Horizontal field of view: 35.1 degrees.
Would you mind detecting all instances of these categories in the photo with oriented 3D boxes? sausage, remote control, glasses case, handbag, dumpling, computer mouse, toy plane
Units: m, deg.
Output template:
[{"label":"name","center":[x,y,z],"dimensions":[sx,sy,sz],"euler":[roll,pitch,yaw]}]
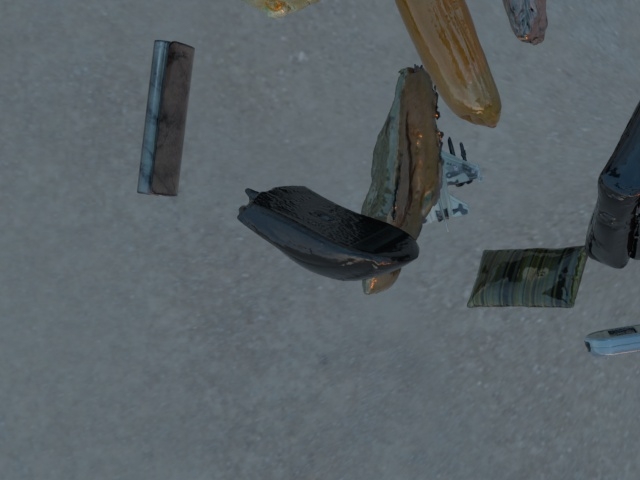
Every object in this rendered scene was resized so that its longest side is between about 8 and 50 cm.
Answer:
[{"label":"sausage","center":[0.235,-0.353,1.847],"dimensions":[0.134,0.116,0.354],"euler":[3,122,63]},{"label":"remote control","center":[0.576,0.163,1.727],"dimensions":[0.244,0.087,0.047],"euler":[-10,97,11]},{"label":"glasses case","center":[-0.303,-0.238,1.991],"dimensions":[0.060,0.114,0.299],"euler":[9,94,23]},{"label":"handbag","center":[0.414,-0.118,1.264],"dimensions":[0.088,0.244,0.275],"euler":[23,71,21]},{"label":"dumpling","center":[0.111,-0.090,1.479],"dimensions":[0.086,0.166,0.332],"euler":[16,99,26]},{"label":"computer mouse","center":[0.000,0.000,1.355],"dimensions":[0.264,0.147,0.088],"euler":[29,115,25]},{"label":"toy plane","center":[0.180,-0.128,1.662],"dimensions":[0.159,0.082,0.234],"euler":[-14,90,4]}]

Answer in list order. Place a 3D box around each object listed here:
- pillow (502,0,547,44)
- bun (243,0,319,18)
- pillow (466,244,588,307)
[{"label":"pillow","center":[0.164,-0.288,0.850],"dimensions":[0.049,0.135,0.249],"euler":[-8,95,16]},{"label":"bun","center":[-0.081,-0.463,1.695],"dimensions":[0.283,0.283,0.179],"euler":[13,97,21]},{"label":"pillow","center":[0.332,0.061,1.630],"dimensions":[0.203,0.038,0.113],"euler":[-2,58,46]}]
